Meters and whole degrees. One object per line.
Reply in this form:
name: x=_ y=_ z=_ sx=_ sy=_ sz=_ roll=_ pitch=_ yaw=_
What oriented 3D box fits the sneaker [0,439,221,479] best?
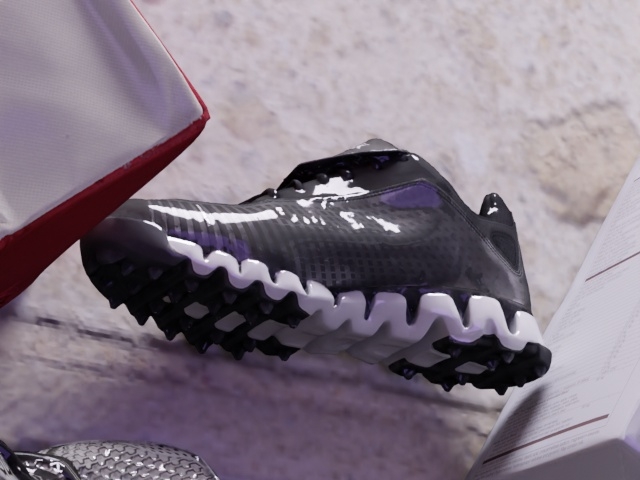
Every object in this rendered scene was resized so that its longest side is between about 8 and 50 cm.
sneaker: x=-0.114 y=0.120 z=0.556 sx=0.134 sy=0.146 sz=0.343 roll=39 pitch=19 yaw=16

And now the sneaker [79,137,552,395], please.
sneaker: x=0.000 y=0.000 z=0.768 sx=0.234 sy=0.078 sz=0.106 roll=13 pitch=64 yaw=-28

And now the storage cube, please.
storage cube: x=-0.188 y=-0.043 z=0.607 sx=0.184 sy=0.193 sz=0.215 roll=-36 pitch=91 yaw=-33

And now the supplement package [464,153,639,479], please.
supplement package: x=0.198 y=0.054 z=0.817 sx=0.134 sy=0.139 sz=0.244 roll=39 pitch=59 yaw=-10
